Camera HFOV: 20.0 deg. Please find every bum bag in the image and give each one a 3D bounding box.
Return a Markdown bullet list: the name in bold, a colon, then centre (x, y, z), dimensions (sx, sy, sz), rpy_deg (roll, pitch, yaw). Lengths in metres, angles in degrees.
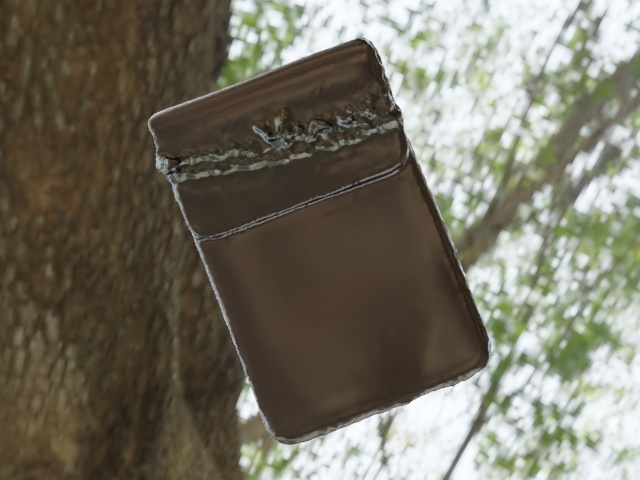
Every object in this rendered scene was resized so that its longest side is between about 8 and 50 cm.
- **bum bag**: centre (0.000, 0.000, 0.780), dimensions (0.109, 0.026, 0.159), rpy_deg (-22, -99, 2)
